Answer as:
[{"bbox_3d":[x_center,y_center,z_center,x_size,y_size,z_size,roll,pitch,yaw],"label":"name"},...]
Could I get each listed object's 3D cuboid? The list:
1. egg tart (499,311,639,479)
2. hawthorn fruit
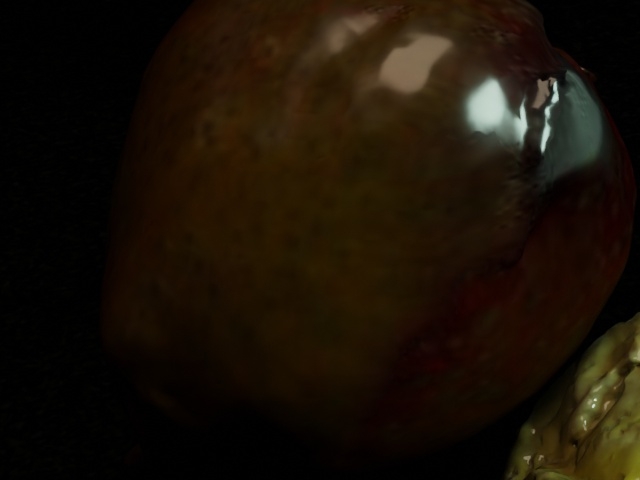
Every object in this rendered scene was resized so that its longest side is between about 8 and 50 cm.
[{"bbox_3d":[0.174,0.112,0.928,0.232,0.098,0.252,-8,34,41],"label":"egg tart"},{"bbox_3d":[0.013,-0.017,1.025,0.325,0.308,0.308,-30,34,-16],"label":"hawthorn fruit"}]
